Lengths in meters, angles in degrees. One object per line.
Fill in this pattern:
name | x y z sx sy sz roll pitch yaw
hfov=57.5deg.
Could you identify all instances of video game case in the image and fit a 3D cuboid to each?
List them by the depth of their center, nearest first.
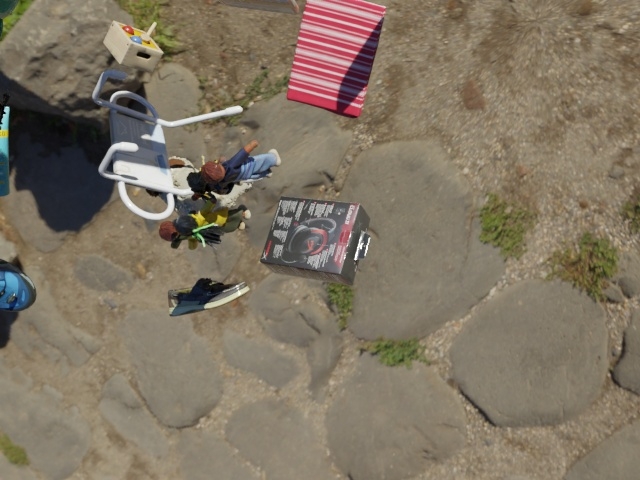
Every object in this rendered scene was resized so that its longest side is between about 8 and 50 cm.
video game case | -0.169 -0.608 1.453 0.204 0.285 0.025 8 104 2

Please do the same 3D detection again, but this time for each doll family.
doll family | -0.126 -0.050 0.697 0.076 0.111 0.193 42 120 25

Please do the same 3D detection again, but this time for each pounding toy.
pounding toy | -0.510 -0.554 1.635 0.130 0.141 0.100 50 117 25

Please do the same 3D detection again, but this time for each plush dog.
plush dog | -0.338 -0.123 1.554 0.225 0.262 0.210 30 114 52

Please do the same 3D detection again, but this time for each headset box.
headset box | 0.000 0.000 1.686 0.293 0.110 0.218 7 70 27

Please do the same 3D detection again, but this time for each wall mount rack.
wall mount rack | -0.296 -0.201 1.184 0.130 0.304 0.350 -44 51 35

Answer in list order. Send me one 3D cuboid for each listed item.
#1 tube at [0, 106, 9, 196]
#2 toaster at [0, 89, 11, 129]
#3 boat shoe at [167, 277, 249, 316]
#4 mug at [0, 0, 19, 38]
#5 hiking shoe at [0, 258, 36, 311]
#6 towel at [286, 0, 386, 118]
tube | -0.755 -0.205 1.346 0.052 0.080 0.207 37 127 51
toaster | -0.657 -0.183 1.074 0.168 0.110 0.185 -12 67 55
boat shoe | -0.184 0.084 0.924 0.152 0.056 0.049 -17 94 22
mug | -0.546 -0.399 0.917 0.129 0.097 0.157 26 108 0
hiking shoe | -0.710 0.082 1.142 0.304 0.132 0.113 33 99 -37
towel | 0.035 -0.456 1.440 0.199 0.031 0.274 16 109 6
